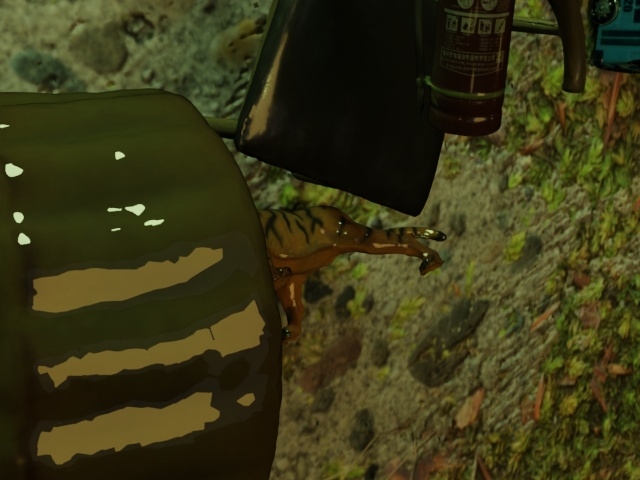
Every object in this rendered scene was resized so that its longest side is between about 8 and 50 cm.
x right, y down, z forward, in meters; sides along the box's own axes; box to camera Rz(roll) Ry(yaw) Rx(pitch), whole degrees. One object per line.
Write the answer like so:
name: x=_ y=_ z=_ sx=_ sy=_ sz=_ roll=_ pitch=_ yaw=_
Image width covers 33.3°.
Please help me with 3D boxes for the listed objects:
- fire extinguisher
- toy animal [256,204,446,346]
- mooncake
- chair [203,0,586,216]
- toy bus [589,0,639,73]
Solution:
fire extinguisher: x=0.084 y=-0.137 z=0.578 sx=0.043 sy=0.064 sz=0.158 roll=-65 pitch=159 yaw=-62
toy animal: x=-0.005 y=0.005 z=0.852 sx=0.255 sy=0.114 sz=0.116 roll=-2 pitch=57 yaw=-42
mooncake: x=-0.148 y=0.052 z=0.620 sx=0.161 sy=0.290 sz=0.290 roll=-4 pitch=102 yaw=-27
chair: x=0.024 y=-0.117 z=0.724 sx=0.188 sy=0.272 sz=0.166 roll=18 pitch=87 yaw=-38
toy bus: x=0.332 y=-0.256 z=1.043 sx=0.090 sy=0.106 sz=0.184 roll=-2 pitch=100 yaw=-40
